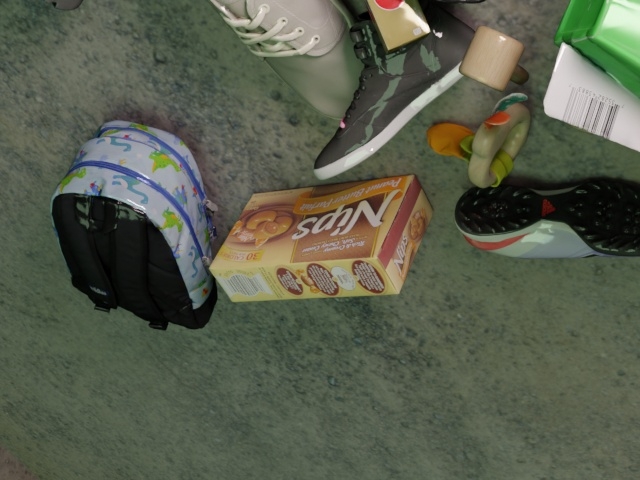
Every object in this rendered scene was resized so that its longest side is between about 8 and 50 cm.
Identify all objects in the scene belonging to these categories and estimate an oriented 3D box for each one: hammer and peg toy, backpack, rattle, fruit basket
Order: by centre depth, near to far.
[{"bbox_3d":[0.419,-0.217,1.033,0.353,0.327,0.165,18,-175,-17],"label":"fruit basket"},{"bbox_3d":[0.353,-0.186,1.221,0.361,0.266,0.127,24,107,5],"label":"hammer and peg toy"},{"bbox_3d":[0.203,-0.161,1.410,0.142,0.130,0.200,51,-173,22],"label":"rattle"},{"bbox_3d":[-0.317,-0.030,1.793,0.290,0.273,0.355,17,162,16],"label":"backpack"}]

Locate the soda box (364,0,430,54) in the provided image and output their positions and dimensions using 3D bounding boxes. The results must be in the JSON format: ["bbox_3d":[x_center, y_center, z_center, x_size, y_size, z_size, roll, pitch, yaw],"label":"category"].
[{"bbox_3d":[0.072,-0.322,1.289,0.058,0.061,0.181,-24,94,3],"label":"soda box"}]

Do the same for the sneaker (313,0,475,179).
[{"bbox_3d":[0.067,-0.214,1.414,0.147,0.104,0.296,44,113,-12],"label":"sneaker"}]

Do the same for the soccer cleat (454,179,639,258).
[{"bbox_3d":[0.357,-0.019,1.527,0.318,0.108,0.116,3,158,23],"label":"soccer cleat"}]

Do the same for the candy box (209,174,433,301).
[{"bbox_3d":[0.000,0.000,1.669,0.316,0.183,0.087,-4,133,33],"label":"candy box"}]

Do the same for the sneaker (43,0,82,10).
[{"bbox_3d":[-0.415,-0.484,1.446,0.140,0.125,0.341,-37,110,19],"label":"sneaker"}]

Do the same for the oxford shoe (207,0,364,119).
[{"bbox_3d":[-0.068,-0.303,1.395,0.169,0.130,0.449,-6,141,29],"label":"oxford shoe"}]

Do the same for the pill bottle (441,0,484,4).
[{"bbox_3d":[0.165,-0.386,1.175,0.123,0.123,0.219,20,128,9],"label":"pill bottle"}]
